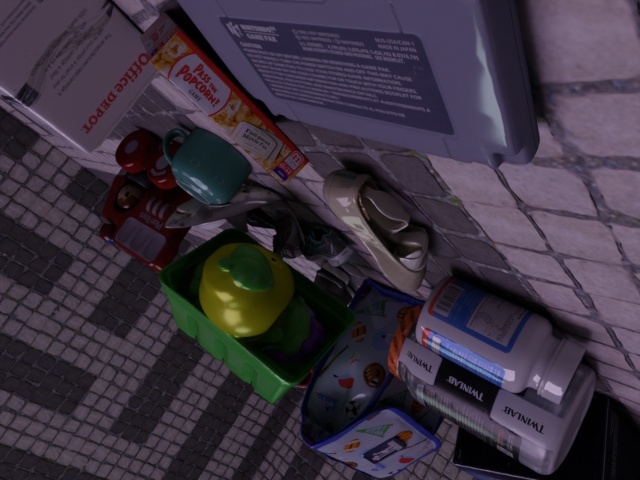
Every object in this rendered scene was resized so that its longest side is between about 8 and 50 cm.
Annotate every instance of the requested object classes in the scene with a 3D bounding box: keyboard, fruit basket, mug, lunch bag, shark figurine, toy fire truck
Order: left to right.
[{"bbox_3d":[-0.383,-0.087,1.182,0.302,0.254,0.169,24,165,34],"label":"toy fire truck"},{"bbox_3d":[-0.215,-0.130,0.966,0.157,0.097,0.129,22,164,39],"label":"mug"},{"bbox_3d":[-0.147,-0.055,1.051,0.278,0.166,0.116,-1,126,20],"label":"shark figurine"},{"bbox_3d":[-0.178,-0.064,1.311,0.108,0.023,0.180,32,169,-26],"label":"keyboard"},{"bbox_3d":[-0.129,0.108,1.051,0.392,0.283,0.392,19,126,28],"label":"fruit basket"},{"bbox_3d":[0.154,0.346,1.217,0.239,0.385,0.328,20,162,46],"label":"lunch bag"}]

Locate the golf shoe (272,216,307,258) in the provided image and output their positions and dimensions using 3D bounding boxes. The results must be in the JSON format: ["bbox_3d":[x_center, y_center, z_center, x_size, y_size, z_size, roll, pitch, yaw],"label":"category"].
[{"bbox_3d":[-0.061,-0.007,1.176,0.086,0.067,0.186,-1,163,-9],"label":"golf shoe"}]

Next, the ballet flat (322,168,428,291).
[{"bbox_3d":[0.100,-0.008,0.724,0.248,0.086,0.086,42,164,-34],"label":"ballet flat"}]

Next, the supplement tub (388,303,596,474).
[{"bbox_3d":[0.289,0.242,0.926,0.316,0.193,0.193,23,164,35],"label":"supplement tub"}]

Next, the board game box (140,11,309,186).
[{"bbox_3d":[-0.110,-0.160,0.596,0.193,0.045,0.147,41,-173,-35],"label":"board game box"}]

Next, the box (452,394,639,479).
[{"bbox_3d":[0.489,0.451,1.093,0.296,0.183,0.294,-10,140,45],"label":"box"}]

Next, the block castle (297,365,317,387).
[{"bbox_3d":[-0.155,0.304,1.942,0.453,0.303,0.213,28,176,17],"label":"block castle"}]

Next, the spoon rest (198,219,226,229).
[{"bbox_3d":[-0.377,-0.098,1.516,0.276,0.084,0.137,22,169,36],"label":"spoon rest"}]

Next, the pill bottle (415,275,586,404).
[{"bbox_3d":[0.267,0.150,0.791,0.221,0.124,0.124,27,166,30],"label":"pill bottle"}]

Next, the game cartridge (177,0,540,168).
[{"bbox_3d":[0.014,-0.156,0.409,0.294,0.060,0.196,23,168,37],"label":"game cartridge"}]

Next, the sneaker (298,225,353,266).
[{"bbox_3d":[0.000,0.000,1.062,0.166,0.065,0.076,6,135,57],"label":"sneaker"}]

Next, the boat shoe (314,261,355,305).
[{"bbox_3d":[0.028,0.144,1.430,0.109,0.091,0.305,30,167,15],"label":"boat shoe"}]

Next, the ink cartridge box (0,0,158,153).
[{"bbox_3d":[-0.346,-0.250,0.656,0.100,0.172,0.237,20,162,47],"label":"ink cartridge box"}]
